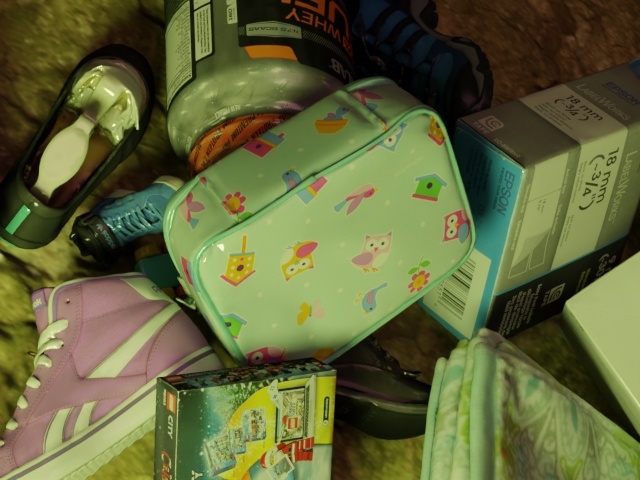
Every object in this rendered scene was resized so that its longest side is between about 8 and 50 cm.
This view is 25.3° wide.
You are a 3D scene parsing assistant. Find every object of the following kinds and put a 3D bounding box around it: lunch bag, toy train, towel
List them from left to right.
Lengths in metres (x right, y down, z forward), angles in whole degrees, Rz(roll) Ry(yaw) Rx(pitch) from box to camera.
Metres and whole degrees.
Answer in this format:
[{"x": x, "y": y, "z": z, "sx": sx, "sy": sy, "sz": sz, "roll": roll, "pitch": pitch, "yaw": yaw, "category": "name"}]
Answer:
[{"x": -0.159, "y": 0.081, "z": 1.372, "sx": 0.125, "sy": 0.046, "sz": 0.166, "roll": 37, "pitch": 56, "yaw": -9, "category": "toy train"}, {"x": 0.000, "y": 0.000, "z": 1.308, "sx": 0.279, "sy": 0.224, "sz": 0.108, "roll": -33, "pitch": 43, "yaw": -10, "category": "lunch bag"}, {"x": 0.217, "y": 0.309, "z": 1.367, "sx": 0.320, "sy": 0.090, "sz": 0.375, "roll": 37, "pitch": 47, "yaw": -33, "category": "towel"}]

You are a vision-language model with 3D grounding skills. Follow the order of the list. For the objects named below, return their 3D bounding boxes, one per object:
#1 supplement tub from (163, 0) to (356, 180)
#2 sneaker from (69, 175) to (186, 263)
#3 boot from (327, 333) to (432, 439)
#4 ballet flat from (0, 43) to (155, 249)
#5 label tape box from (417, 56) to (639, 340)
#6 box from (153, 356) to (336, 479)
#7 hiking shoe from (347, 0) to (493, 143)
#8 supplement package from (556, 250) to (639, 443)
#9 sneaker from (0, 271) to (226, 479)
[{"x": -0.062, "y": -0.185, "z": 1.452, "sx": 0.193, "sy": 0.193, "sz": 0.316, "roll": 11, "pitch": 55, "yaw": -24, "category": "supplement tub"}, {"x": -0.180, "y": -0.014, "z": 1.347, "sx": 0.084, "sy": 0.152, "sz": 0.058, "roll": -45, "pitch": 116, "yaw": -33, "category": "sneaker"}, {"x": 0.035, "y": 0.078, "z": 1.452, "sx": 0.263, "sy": 0.091, "sz": 0.229, "roll": 8, "pitch": 62, "yaw": -24, "category": "boot"}, {"x": -0.225, "y": -0.107, "z": 1.398, "sx": 0.095, "sy": 0.096, "sz": 0.280, "roll": 32, "pitch": 54, "yaw": -11, "category": "ballet flat"}, {"x": 0.275, "y": -0.050, "z": 1.552, "sx": 0.333, "sy": 0.241, "sz": 0.106, "roll": -21, "pitch": 46, "yaw": -35, "category": "label tape box"}, {"x": -0.069, "y": 0.228, "z": 1.264, "sx": 0.159, "sy": 0.044, "sz": 0.233, "roll": -4, "pitch": 104, "yaw": -31, "category": "box"}, {"x": 0.088, "y": -0.191, "z": 1.574, "sx": 0.132, "sy": 0.113, "sz": 0.304, "roll": -5, "pitch": 34, "yaw": -19, "category": "hiking shoe"}, {"x": 0.368, "y": 0.118, "z": 1.512, "sx": 0.149, "sy": 0.203, "sz": 0.194, "roll": -33, "pitch": 78, "yaw": 0, "category": "supplement package"}, {"x": -0.239, "y": 0.134, "z": 1.255, "sx": 0.282, "sy": 0.102, "sz": 0.161, "roll": -35, "pitch": 82, "yaw": -28, "category": "sneaker"}]
